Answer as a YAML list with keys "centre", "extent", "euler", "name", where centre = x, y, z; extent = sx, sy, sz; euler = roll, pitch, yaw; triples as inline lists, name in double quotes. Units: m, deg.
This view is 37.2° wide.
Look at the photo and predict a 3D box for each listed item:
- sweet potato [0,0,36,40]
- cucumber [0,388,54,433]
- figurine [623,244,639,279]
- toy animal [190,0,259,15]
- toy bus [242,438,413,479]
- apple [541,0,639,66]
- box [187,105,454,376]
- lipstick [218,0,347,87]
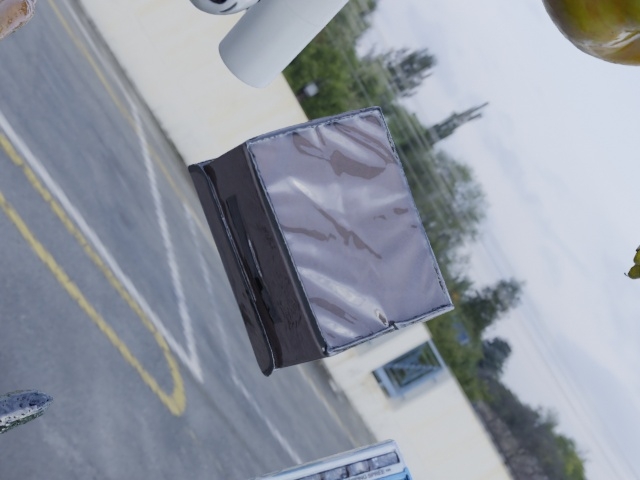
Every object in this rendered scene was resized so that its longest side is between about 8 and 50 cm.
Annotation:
- centre: [-0.304, -0.238, 0.947]
  extent: [0.179, 0.044, 0.044]
  euler: [-92, 157, -51]
  name: "sweet potato"
- centre: [-0.534, 0.287, 1.466]
  extent: [0.067, 0.245, 0.067]
  euler: [46, -28, 34]
  name: "cucumber"
- centre: [0.481, 0.095, 1.118]
  extent: [0.263, 0.143, 0.162]
  euler: [46, -19, 28]
  name: "figurine"
- centre: [-0.120, -0.346, 1.096]
  extent: [0.166, 0.138, 0.179]
  euler: [30, -37, 40]
  name: "toy animal"
- centre: [-0.008, 0.386, 1.377]
  extent: [0.106, 0.297, 0.130]
  euler: [103, -28, -79]
  name: "toy bus"
- centre: [0.360, -0.297, 0.959]
  extent: [0.301, 0.302, 0.301]
  euler: [61, 2, -4]
  name: "apple"
- centre: [0.000, 0.000, 1.041]
  extent: [0.153, 0.188, 0.252]
  euler: [-18, -90, 59]
  name: "box"
- centre: [0.001, -0.325, 1.175]
  extent: [0.087, 0.327, 0.087]
  euler: [30, 38, -27]
  name: "lipstick"
